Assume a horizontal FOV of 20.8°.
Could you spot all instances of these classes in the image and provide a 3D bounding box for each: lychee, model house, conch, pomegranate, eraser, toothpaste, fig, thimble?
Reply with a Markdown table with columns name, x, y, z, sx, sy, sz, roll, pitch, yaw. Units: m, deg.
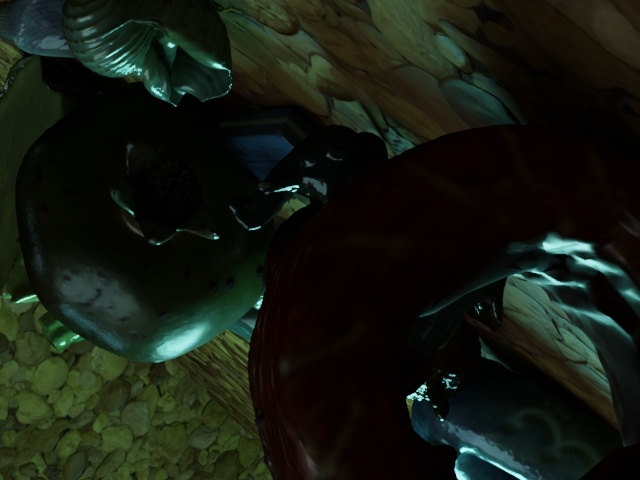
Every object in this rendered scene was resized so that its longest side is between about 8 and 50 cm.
| name | x | y | z | sx | sy | sz | roll | pitch | yaw |
| --- | --- | --- | --- | --- | --- | --- | --- | --- | --- |
| lychee | 0.106 | 0.109 | 1.739 | 0.114 | 0.114 | 0.146 | 56 | -159 | -55 |
| model house | -0.263 | -0.060 | 2.125 | 0.266 | 0.261 | 0.321 | 17 | -162 | -26 |
| conch | -0.140 | -0.181 | 1.463 | 0.135 | 0.102 | 0.153 | 4 | 169 | 44 |
| pomegranate | -0.168 | -0.040 | 1.780 | 0.291 | 0.291 | 0.323 | 39 | 143 | 4 |
| eraser | -0.038 | -0.087 | 1.659 | 0.082 | 0.036 | 0.225 | 41 | 168 | -17 |
| toothpaste | -0.261 | -0.226 | 1.805 | 0.099 | 0.068 | 0.282 | 10 | 180 | -40 |
| fig | -0.004 | 0.017 | 1.729 | 0.150 | 0.128 | 0.128 | 45 | 167 | -29 |
| thimble | 0.121 | 0.100 | 1.132 | 0.350 | 0.350 | 0.230 | 40 | 168 | -2 |

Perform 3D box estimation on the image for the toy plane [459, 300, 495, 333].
| name | x | y | z | sx | sy | sz | roll | pitch | yaw |
| --- | --- | --- | --- | --- | --- | --- | --- | --- | --- |
| toy plane | 0.123 | 0.043 | 1.651 | 0.060 | 0.037 | 0.145 | 17 | 153 | 38 |

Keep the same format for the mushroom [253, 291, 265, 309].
| name | x | y | z | sx | sy | sz | roll | pitch | yaw |
| --- | --- | --- | --- | --- | --- | --- | --- | --- | --- |
| mushroom | -0.081 | 0.029 | 2.123 | 0.096 | 0.099 | 0.278 | 14 | 173 | -20 |

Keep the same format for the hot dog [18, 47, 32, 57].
| name | x | y | z | sx | sy | sz | roll | pitch | yaw |
| --- | --- | --- | --- | --- | --- | --- | --- | --- | --- |
| hot dog | -0.356 | -0.225 | 2.185 | 0.037 | 0.021 | 0.083 | 29 | 166 | 37 |

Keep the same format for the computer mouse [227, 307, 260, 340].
| name | x | y | z | sx | sy | sz | roll | pitch | yaw |
| --- | --- | --- | --- | --- | --- | --- | --- | --- | --- |
| computer mouse | -0.100 | 0.087 | 2.425 | 0.379 | 0.090 | 0.167 | 28 | 171 | 23 |

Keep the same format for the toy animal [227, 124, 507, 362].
| name | x | y | z | sx | sy | sz | roll | pitch | yaw |
| --- | --- | --- | --- | --- | --- | --- | --- | --- | --- |
| toy animal | 0.046 | -0.004 | 1.448 | 0.245 | 0.146 | 0.114 | 23 | -159 | -8 |

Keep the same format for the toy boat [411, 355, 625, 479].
| name | x | y | z | sx | sy | sz | roll | pitch | yaw |
| --- | --- | --- | --- | --- | --- | --- | --- | --- | --- |
| toy boat | 0.230 | 0.258 | 1.828 | 0.330 | 0.123 | 0.215 | 40 | 159 | -12 |

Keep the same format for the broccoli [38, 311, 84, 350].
| name | x | y | z | sx | sy | sz | roll | pitch | yaw |
| --- | --- | --- | --- | --- | --- | --- | --- | --- | --- |
| broccoli | -0.327 | 0.087 | 2.734 | 0.247 | 0.243 | 0.263 | 52 | 164 | 5 |
